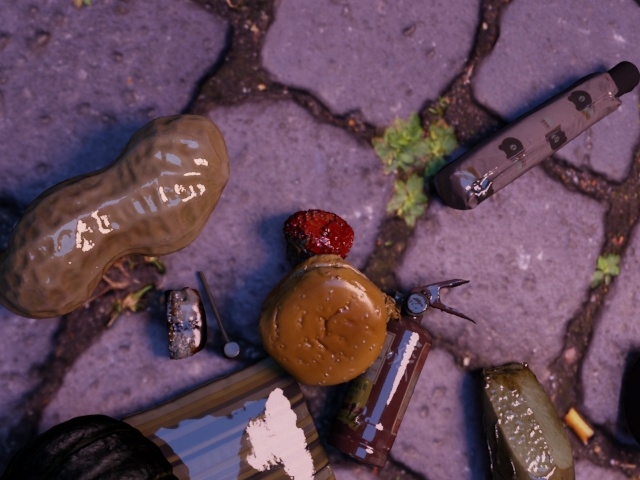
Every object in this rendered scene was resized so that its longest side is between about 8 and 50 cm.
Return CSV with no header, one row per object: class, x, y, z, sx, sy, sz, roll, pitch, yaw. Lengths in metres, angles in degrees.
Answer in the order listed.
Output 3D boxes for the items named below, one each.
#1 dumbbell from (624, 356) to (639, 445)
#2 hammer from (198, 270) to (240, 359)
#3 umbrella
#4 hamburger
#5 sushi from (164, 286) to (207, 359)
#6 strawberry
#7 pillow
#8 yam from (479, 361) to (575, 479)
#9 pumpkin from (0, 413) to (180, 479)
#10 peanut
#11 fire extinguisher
dumbbell,0.532,0.222,0.901,0.218,0.152,0.153,14,81,-12
hammer,-0.124,0.088,0.822,0.019,0.035,0.110,-22,81,-16
umbrella,0.297,-0.146,0.925,0.337,0.073,0.067,-33,112,-16
hamburger,0.008,0.093,0.789,0.147,0.083,0.138,-41,110,13
sushi,-0.154,0.095,0.803,0.045,0.044,0.083,-4,87,-13
strawberry,0.000,0.000,0.837,0.096,0.083,0.083,-19,88,-48
pillow,-0.096,0.258,0.795,0.208,0.052,0.212,-21,89,-18
yam,0.259,0.285,0.857,0.106,0.106,0.259,-4,87,-14
pumpkin,-0.224,0.286,0.681,0.161,0.220,0.221,-20,89,-51
peanut,-0.223,-0.025,0.763,0.298,0.120,0.136,-35,88,-12
fire extinguisher,0.103,0.150,0.847,0.106,0.075,0.252,28,77,-14
